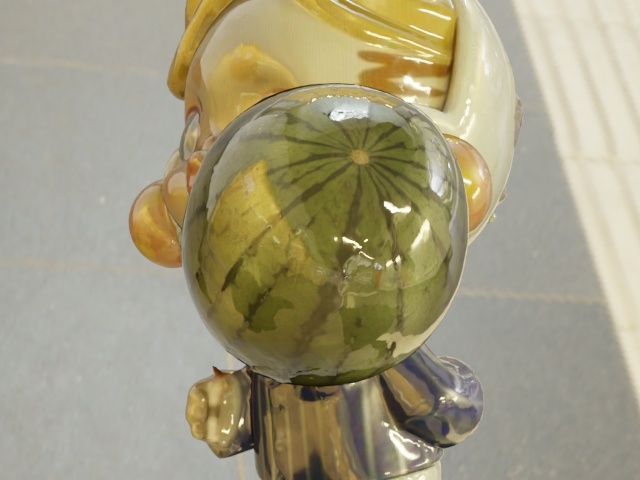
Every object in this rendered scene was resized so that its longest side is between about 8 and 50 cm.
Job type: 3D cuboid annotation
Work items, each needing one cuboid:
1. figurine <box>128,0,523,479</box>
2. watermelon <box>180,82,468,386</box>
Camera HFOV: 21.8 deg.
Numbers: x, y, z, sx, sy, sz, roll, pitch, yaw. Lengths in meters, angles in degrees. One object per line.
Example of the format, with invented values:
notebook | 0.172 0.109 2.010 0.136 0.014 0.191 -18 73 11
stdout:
figurine | 0.014 0.016 0.620 0.133 0.194 0.274 2 63 -35
watermelon | 0.000 0.000 0.440 0.078 0.110 0.078 1 79 -8
